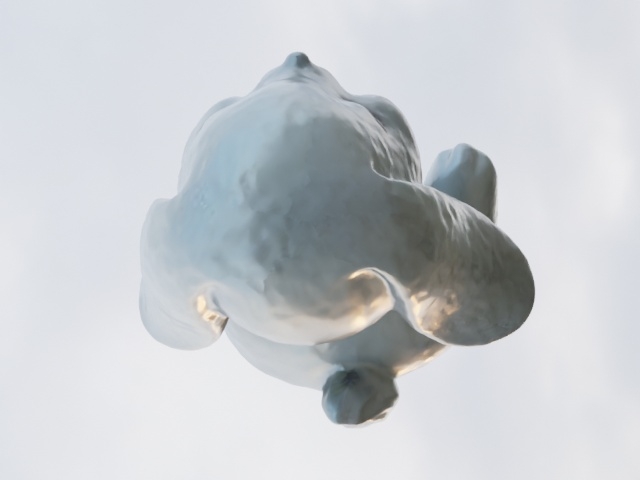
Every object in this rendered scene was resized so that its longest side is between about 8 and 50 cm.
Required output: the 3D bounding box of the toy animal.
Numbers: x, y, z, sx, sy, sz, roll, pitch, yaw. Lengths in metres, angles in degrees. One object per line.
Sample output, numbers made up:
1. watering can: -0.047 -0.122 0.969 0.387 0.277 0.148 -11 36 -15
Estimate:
1. toy animal: 0.000 0.000 1.253 0.265 0.271 0.206 67 -156 -70
